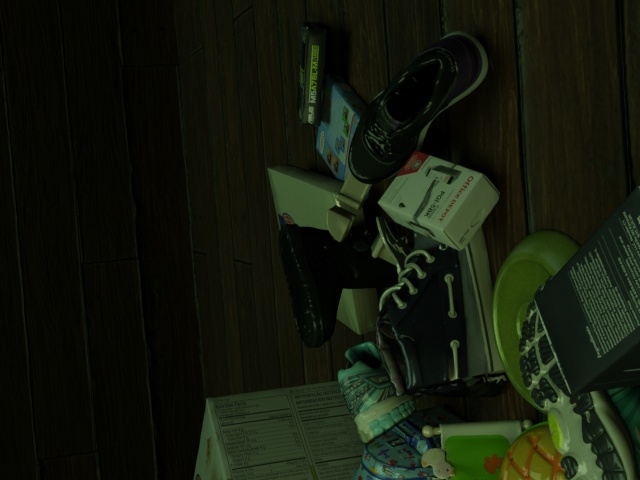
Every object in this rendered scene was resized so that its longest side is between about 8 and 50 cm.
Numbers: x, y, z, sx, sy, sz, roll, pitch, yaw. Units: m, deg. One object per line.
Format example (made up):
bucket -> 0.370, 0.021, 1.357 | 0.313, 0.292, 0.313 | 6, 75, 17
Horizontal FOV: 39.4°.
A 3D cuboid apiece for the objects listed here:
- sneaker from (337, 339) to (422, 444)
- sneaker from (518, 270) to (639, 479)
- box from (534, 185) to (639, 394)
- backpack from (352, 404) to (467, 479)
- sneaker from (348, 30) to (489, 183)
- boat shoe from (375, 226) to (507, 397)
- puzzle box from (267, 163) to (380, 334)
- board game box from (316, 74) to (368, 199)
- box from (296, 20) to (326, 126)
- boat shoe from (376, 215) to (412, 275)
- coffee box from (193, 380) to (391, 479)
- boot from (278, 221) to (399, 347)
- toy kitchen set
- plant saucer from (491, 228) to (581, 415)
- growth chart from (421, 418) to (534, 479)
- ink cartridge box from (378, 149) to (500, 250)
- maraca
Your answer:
sneaker -> 0.101, 0.197, 1.354 | 0.122, 0.110, 0.283 | 58, -164, 2
sneaker -> 0.294, 0.164, 0.952 | 0.107, 0.110, 0.275 | -47, 46, 49
box -> 0.313, 0.044, 0.801 | 0.207, 0.153, 0.108 | 116, 144, -55
backpack -> 0.138, 0.331, 1.346 | 0.158, 0.173, 0.117 | -147, 54, -67
sneaker -> 0.103, -0.175, 1.245 | 0.107, 0.124, 0.283 | 48, 131, 9
boat shoe -> 0.149, 0.061, 1.265 | 0.127, 0.158, 0.341 | 126, 135, -62
puzzle box -> 0.000, 0.000, 1.772 | 0.409, 0.052, 0.272 | -150, 47, -66
board game box -> 0.047, -0.196, 1.670 | 0.211, 0.039, 0.160 | -121, 32, -51
box -> -0.019, -0.328, 1.743 | 0.191, 0.045, 0.184 | -103, 18, -72
boat shoe -> 0.123, 0.015, 1.352 | 0.125, 0.038, 0.046 | 64, -167, -6
coffee box -> -0.032, 0.489, 1.619 | 0.338, 0.338, 0.334 | 105, 153, -43
boot -> 0.053, 0.062, 1.461 | 0.094, 0.207, 0.246 | 104, 158, -43
toy kitchen set -> 0.123, -0.077, 1.426 | 0.207, 0.166, 0.122 | -65, -6, 12
plant saucer -> 0.274, 0.107, 1.105 | 0.241, 0.037, 0.241 | 174, 90, -71
growth chart -> 0.227, 0.324, 1.106 | 0.021, 0.172, 0.237 | 96, 161, -50
ink cartridge box -> 0.162, -0.058, 1.229 | 0.135, 0.056, 0.099 | 26, 78, 48
maraca -> 0.284, 0.268, 1.039 | 0.185, 0.099, 0.127 | -41, 55, 35
